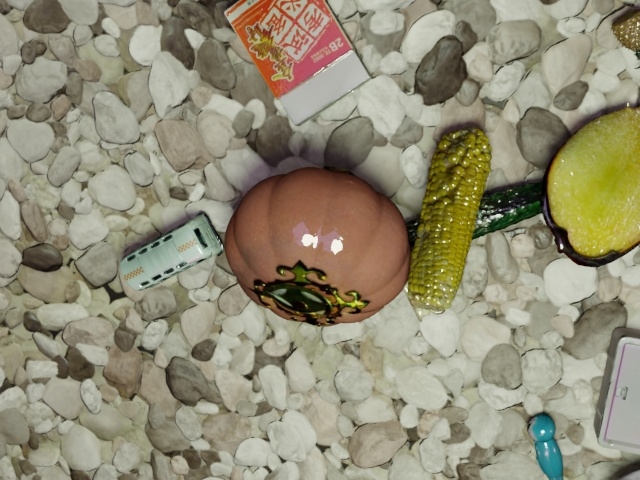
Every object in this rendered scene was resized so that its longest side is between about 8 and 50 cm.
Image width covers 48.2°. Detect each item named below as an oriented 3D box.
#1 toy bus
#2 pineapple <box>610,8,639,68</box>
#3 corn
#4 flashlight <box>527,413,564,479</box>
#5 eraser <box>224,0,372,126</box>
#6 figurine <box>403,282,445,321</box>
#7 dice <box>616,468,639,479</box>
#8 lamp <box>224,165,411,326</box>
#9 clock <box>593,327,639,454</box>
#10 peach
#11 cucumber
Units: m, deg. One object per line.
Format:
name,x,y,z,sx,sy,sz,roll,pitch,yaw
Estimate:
toy bus,-0.280,0.028,1.305,0.194,0.089,0.087,-25,95,17
pineapple,0.497,-0.292,1.098,0.058,0.058,0.124,-32,107,16
corn,0.202,-0.040,1.121,0.097,0.097,0.320,13,68,9
flashlight,0.398,0.365,1.249,0.051,0.051,0.129,-18,99,15
eraser,-0.037,-0.329,1.206,0.157,0.038,0.230,-31,93,16
figurine,0.177,0.098,1.248,0.050,0.047,0.083,-27,88,1
dice,0.591,0.530,1.103,0.270,0.271,0.270,-7,114,15
lamp,0.000,0.000,1.160,0.305,0.240,0.305,9,144,6
clock,0.545,0.253,1.186,0.150,0.063,0.197,8,103,11
peach,0.446,-0.093,1.127,0.189,0.068,0.279,33,87,-5
cucumber,0.270,-0.041,1.185,0.293,0.067,0.067,-19,97,15
